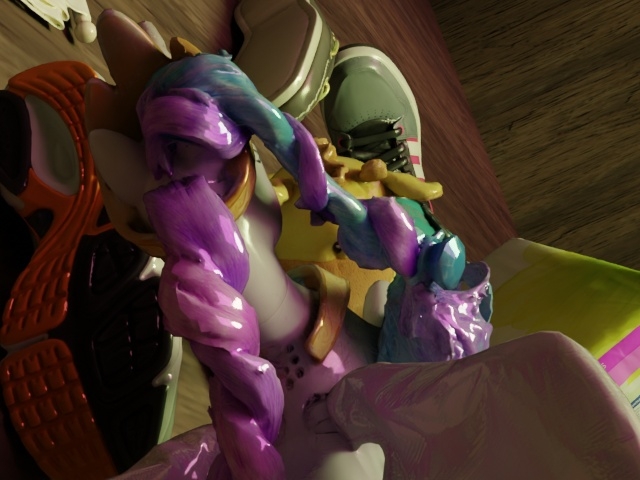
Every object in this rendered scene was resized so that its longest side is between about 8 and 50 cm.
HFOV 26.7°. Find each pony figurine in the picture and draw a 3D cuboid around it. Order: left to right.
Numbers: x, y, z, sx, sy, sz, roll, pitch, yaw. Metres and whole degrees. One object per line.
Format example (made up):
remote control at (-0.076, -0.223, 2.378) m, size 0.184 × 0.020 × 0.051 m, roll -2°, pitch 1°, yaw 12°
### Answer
pony figurine at (-0.003, 0.117, 0.570) m, size 0.351 × 0.303 × 0.363 m, roll -97°, pitch 162°, yaw -44°

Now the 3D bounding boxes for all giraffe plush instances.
giraffe plush at (0.000, 0.000, 0.925) m, size 0.210 × 0.181 × 0.170 m, roll 58°, pitch -23°, yaw -5°

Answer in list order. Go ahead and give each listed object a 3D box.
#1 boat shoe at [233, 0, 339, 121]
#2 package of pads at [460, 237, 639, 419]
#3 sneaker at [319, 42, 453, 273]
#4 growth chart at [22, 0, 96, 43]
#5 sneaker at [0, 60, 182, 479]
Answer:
boat shoe at (-0.029, -0.184, 1.376) m, size 0.091 × 0.109 × 0.305 m, roll 54°, pitch 14°, yaw -26°
package of pads at (0.185, 0.107, 1.224) m, size 0.101 × 0.229 × 0.296 m, roll 58°, pitch -15°, yaw -19°
sneaker at (0.070, -0.052, 1.467) m, size 0.178 × 0.124 × 0.295 m, roll -103°, pitch 176°, yaw -54°
growth chart at (-0.223, -0.230, 0.908) m, size 0.172 × 0.021 × 0.237 m, roll 70°, pitch 13°, yaw 18°
sneaker at (-0.113, 0.028, 0.749) m, size 0.121 × 0.099 × 0.262 m, roll 57°, pitch 18°, yaw -58°
